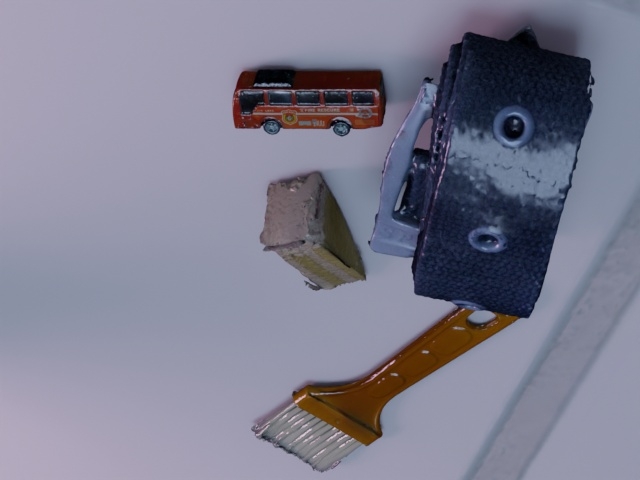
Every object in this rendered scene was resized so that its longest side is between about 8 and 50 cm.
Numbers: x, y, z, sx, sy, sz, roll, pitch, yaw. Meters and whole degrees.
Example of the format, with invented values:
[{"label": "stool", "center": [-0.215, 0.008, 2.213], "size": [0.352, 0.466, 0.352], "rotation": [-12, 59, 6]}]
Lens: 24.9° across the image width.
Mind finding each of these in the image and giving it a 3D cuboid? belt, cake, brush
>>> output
[{"label": "belt", "center": [0.107, -0.043, 1.006], "size": [0.129, 0.122, 0.218], "rotation": [13, 136, 3]}, {"label": "cake", "center": [0.000, 0.000, 1.134], "size": [0.052, 0.065, 0.121], "rotation": [-10, 153, 20]}, {"label": "brush", "center": [0.066, 0.114, 1.240], "size": [0.090, 0.017, 0.314], "rotation": [33, 130, -23]}]

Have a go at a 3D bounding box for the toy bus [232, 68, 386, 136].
[{"label": "toy bus", "center": [-0.009, -0.101, 1.036], "size": [0.110, 0.031, 0.043], "rotation": [1, 131, 8]}]
